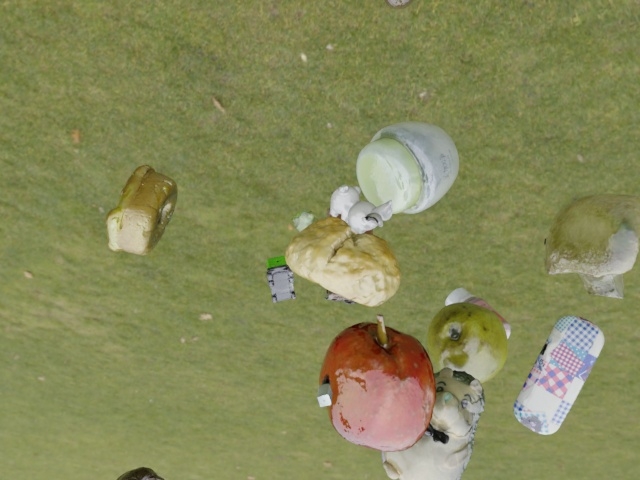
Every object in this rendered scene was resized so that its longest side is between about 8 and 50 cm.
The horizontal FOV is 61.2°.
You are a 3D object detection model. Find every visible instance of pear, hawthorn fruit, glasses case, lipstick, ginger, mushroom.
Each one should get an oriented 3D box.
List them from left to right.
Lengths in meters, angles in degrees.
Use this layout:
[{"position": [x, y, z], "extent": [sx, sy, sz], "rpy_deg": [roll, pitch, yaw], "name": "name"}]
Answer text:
[{"position": [-0.004, -0.003, 2.050], "extent": [0.137, 0.089, 0.289], "rpy_deg": [-18, 116, 18], "name": "ginger"}, {"position": [0.011, 0.305, 1.121], "extent": [0.025, 0.107, 0.025], "rpy_deg": [-16, 103, 8], "name": "lipstick"}, {"position": [0.133, 0.308, 1.251], "extent": [0.287, 0.287, 0.330], "rpy_deg": [3, 116, 8], "name": "hawthorn fruit"}, {"position": [0.451, 0.317, 1.677], "extent": [0.253, 0.252, 0.307], "rpy_deg": [-13, 158, 28], "name": "pear"}, {"position": [0.621, 0.352, 1.416], "extent": [0.125, 0.327, 0.076], "rpy_deg": [27, -169, 23], "name": "glasses case"}, {"position": [0.741, 0.001, 1.484], "extent": [0.218, 0.291, 0.212], "rpy_deg": [12, -178, 17], "name": "mushroom"}]

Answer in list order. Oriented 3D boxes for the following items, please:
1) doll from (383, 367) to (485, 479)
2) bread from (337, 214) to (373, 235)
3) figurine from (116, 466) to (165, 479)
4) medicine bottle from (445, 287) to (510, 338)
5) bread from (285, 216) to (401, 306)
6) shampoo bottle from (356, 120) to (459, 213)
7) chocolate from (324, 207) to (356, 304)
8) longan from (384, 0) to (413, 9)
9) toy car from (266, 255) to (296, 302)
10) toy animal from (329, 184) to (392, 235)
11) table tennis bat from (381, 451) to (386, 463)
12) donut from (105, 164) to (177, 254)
[{"position": [0.316, 0.514, 1.477], "extent": [0.247, 0.349, 0.247], "rpy_deg": [33, 176, 2], "name": "doll"}, {"position": [0.090, -0.031, 1.472], "extent": [0.119, 0.192, 0.067], "rpy_deg": [24, 142, -4], "name": "bread"}, {"position": [-0.351, 0.646, 1.165], "extent": [0.187, 0.315, 0.168], "rpy_deg": [-22, 175, -19], "name": "figurine"}, {"position": [0.586, 0.292, 2.037], "extent": [0.147, 0.247, 0.147], "rpy_deg": [-20, 135, -21], "name": "medicine bottle"}, {"position": [0.053, 0.039, 1.062], "extent": [0.245, 0.134, 0.244], "rpy_deg": [22, 177, 1], "name": "bread"}, {"position": [0.312, -0.260, 1.915], "extent": [0.322, 0.317, 0.322], "rpy_deg": [36, 140, 38], "name": "shampoo bottle"}, {"position": [0.064, 0.035, 1.637], "extent": [0.103, 0.329, 0.065], "rpy_deg": [7, 146, -12], "name": "chocolate"}, {"position": [0.226, -0.702, 1.508], "extent": [0.092, 0.113, 0.113], "rpy_deg": [50, 150, 19], "name": "longan"}, {"position": [-0.109, 0.108, 1.480], "extent": [0.071, 0.062, 0.165], "rpy_deg": [-11, 143, -6], "name": "toy car"}, {"position": [0.094, -0.060, 1.307], "extent": [0.182, 0.131, 0.127], "rpy_deg": [40, 168, 36], "name": "toy animal"}, {"position": [0.234, 0.613, 1.682], "extent": [0.038, 0.200, 0.310], "rpy_deg": [0, 152, 41], "name": "table tennis bat"}, {"position": [-0.503, -0.077, 1.538], "extent": [0.128, 0.261, 0.208], "rpy_deg": [19, 146, -3], "name": "donut"}]
